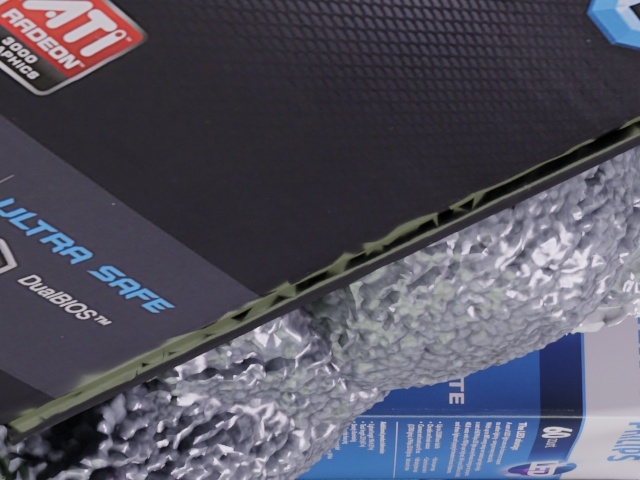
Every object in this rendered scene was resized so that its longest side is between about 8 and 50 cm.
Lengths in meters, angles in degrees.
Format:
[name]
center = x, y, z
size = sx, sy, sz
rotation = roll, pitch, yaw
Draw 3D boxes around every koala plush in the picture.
[koala plush]
center = 0.000, 0.000, 0.593
size = 0.221, 0.203, 0.196
rotation = -18, 157, 16

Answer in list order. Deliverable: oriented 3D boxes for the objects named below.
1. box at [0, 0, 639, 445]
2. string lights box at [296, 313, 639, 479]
[box]
center = -0.018, -0.101, 0.275
size = 0.293, 0.073, 0.295
rotation = -25, 145, 18
[string lights box]
center = 0.025, 0.061, 0.902
size = 0.260, 0.077, 0.133
rotation = 0, 161, 1
